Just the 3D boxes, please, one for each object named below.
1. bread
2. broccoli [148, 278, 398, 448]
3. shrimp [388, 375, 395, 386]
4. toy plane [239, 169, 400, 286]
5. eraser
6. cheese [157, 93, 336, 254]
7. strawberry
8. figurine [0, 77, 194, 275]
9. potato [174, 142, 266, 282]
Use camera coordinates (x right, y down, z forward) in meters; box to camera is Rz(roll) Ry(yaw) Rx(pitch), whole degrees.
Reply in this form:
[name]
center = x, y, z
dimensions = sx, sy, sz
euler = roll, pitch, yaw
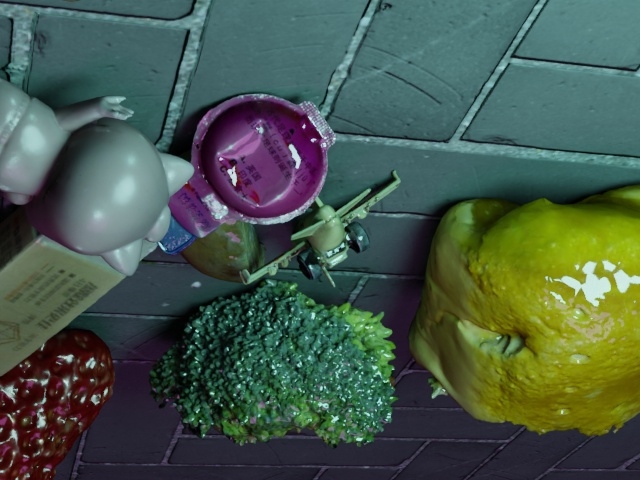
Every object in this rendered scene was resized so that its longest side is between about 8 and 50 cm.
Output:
[bread]
center = 0.313, 0.090, 1.541
dimensions = 0.361, 0.250, 0.394
euler = -3, 151, -4
[broccoli]
center = 0.000, 0.201, 1.731
dimensions = 0.397, 0.275, 0.353
euler = 23, -175, -31
[shrimp]
center = 0.086, 0.248, 2.033
dimensions = 0.059, 0.023, 0.108
euler = 20, 144, -21
[toy plane]
center = 0.000, 0.000, 1.469
dimensions = 0.229, 0.092, 0.244
euler = -32, 167, -13
[eraser]
center = -0.364, 0.047, 1.489
dimensions = 0.343, 0.078, 0.144
euler = -36, 140, 27
[cheese]
center = -0.094, -0.071, 1.321
dimensions = 0.244, 0.062, 0.155
euler = -33, 105, 17
[strawberry]
center = -0.453, 0.255, 1.714
dimensions = 0.345, 0.295, 0.317
euler = -19, 140, -15
[figurine]
center = -0.284, -0.093, 1.258
dimensions = 0.287, 0.176, 0.186
euler = 23, -174, -15
[potato]
center = -0.138, -0.008, 1.447
dimensions = 0.120, 0.100, 0.261
euler = -7, 151, 4
